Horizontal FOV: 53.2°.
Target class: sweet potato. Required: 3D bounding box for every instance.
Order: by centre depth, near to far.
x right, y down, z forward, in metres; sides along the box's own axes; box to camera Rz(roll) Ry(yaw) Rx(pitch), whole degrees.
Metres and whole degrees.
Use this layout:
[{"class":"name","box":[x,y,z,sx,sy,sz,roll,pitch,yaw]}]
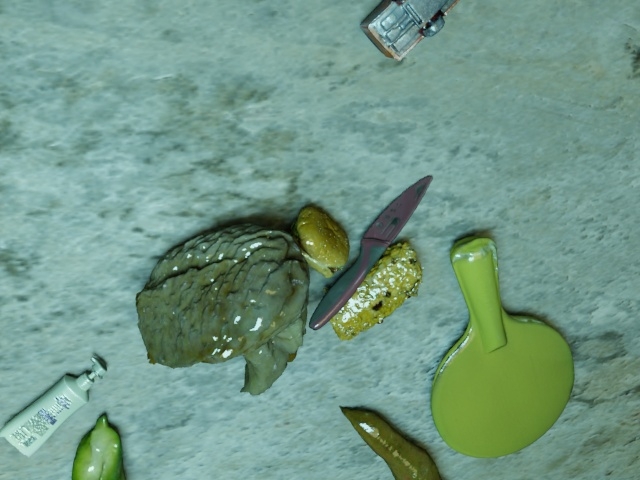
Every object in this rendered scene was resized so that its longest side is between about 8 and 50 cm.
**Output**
[{"class":"sweet potato","box":[0.125,0.319,0.901,0.067,0.067,0.274,-41,106,-1]}]

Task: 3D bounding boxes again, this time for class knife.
[{"class":"knife","box":[0.063,0.011,0.789,0.247,0.035,0.018,-52,152,-14]}]

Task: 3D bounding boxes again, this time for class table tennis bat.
[{"class":"table tennis bat","box":[0.241,0.157,0.893,0.224,0.054,0.369,-23,115,-7]}]

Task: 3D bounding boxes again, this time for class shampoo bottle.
[{"class":"shampoo bottle","box":[-0.309,0.194,0.757,0.141,0.034,0.049,-41,105,-1]}]

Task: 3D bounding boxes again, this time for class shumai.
[{"class":"shumai","box":[-0.094,0.087,0.741,0.205,0.167,0.176,-16,145,11]}]

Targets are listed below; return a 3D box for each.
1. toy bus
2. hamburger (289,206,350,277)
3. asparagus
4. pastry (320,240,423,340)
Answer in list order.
[{"class":"toy bus","box":[0.129,-0.289,0.713,0.192,0.077,0.065,-46,114,3]},{"class":"hamburger","box":[0.000,0.000,0.767,0.083,0.076,0.044,35,124,-26]},{"class":"asparagus","box":[-0.278,0.386,0.798,0.081,0.085,0.343,9,107,7]},{"class":"pastry","box":[0.068,0.065,0.813,0.140,0.056,0.080,-30,104,2]}]
